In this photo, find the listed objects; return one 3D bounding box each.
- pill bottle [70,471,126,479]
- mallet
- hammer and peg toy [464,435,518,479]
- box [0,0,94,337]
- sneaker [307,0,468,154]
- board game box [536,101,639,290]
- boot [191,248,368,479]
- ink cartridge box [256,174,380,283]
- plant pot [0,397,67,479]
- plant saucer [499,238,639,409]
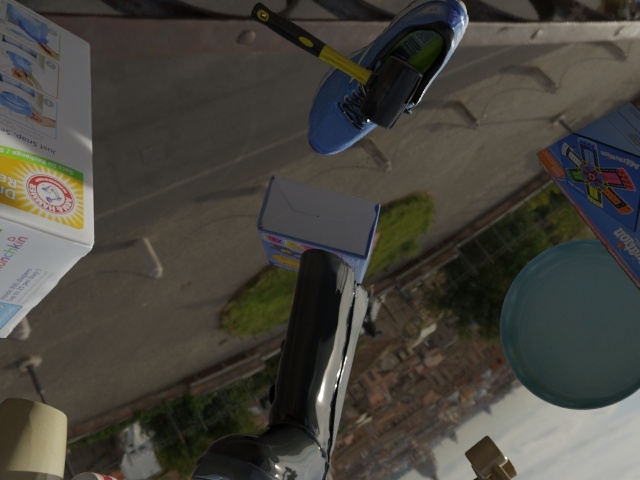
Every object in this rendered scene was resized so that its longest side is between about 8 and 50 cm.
[{"bbox_3d":[-0.418,0.502,1.144,0.086,0.086,0.152,-34,147,-1],"label":"pill bottle"},{"bbox_3d":[0.004,-0.170,0.571,0.039,0.189,0.062,-18,134,-63],"label":"mallet"},{"bbox_3d":[0.376,0.556,1.122,0.127,0.266,0.361,-35,121,4],"label":"hammer and peg toy"},{"bbox_3d":[-0.221,-0.057,0.378,0.114,0.203,0.103,-39,138,25],"label":"box"},{"bbox_3d":[0.085,-0.248,0.931,0.330,0.130,0.147,-42,-164,35],"label":"sneaker"},{"bbox_3d":[0.412,-0.051,0.750,0.145,0.281,0.027,-28,141,10],"label":"board game box"},{"bbox_3d":[-0.033,0.207,0.958,0.367,0.146,0.445,73,30,-55],"label":"boot"},{"bbox_3d":[0.000,0.000,1.523,0.395,0.270,0.151,85,22,-75],"label":"ink cartridge box"},{"bbox_3d":[-0.603,0.455,1.129,0.256,0.274,0.256,7,145,5],"label":"plant pot"},{"bbox_3d":[0.484,0.154,1.096,0.043,0.318,0.317,22,124,-37],"label":"plant saucer"}]
